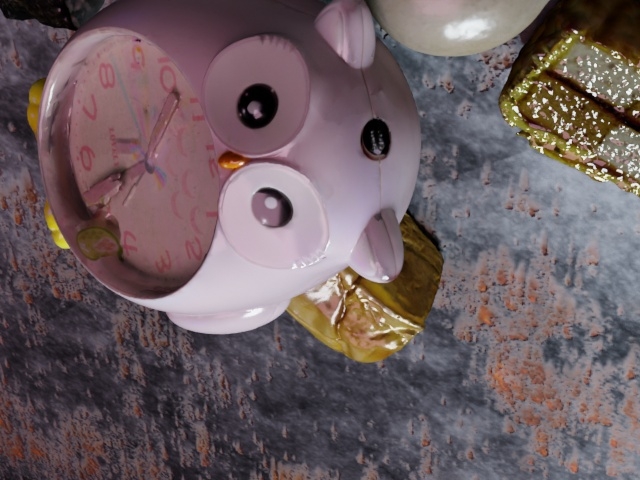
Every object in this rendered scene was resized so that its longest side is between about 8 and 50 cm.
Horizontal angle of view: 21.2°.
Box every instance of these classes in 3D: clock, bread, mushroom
[{"bbox_3d":[-0.066,-0.094,1.632,0.376,0.250,0.368,1,102,44],"label":"clock"},{"bbox_3d":[0.295,-0.137,1.628,0.222,0.096,0.181,28,143,-2],"label":"bread"},{"bbox_3d":[0.000,0.000,1.914,0.294,0.167,0.132,41,141,-16],"label":"bread"},{"bbox_3d":[0.131,-0.259,1.532,0.206,0.206,0.209,-2,156,34],"label":"mushroom"}]

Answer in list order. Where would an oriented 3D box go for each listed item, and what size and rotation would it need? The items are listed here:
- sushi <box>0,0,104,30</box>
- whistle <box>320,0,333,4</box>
[{"bbox_3d":[-0.299,-0.322,1.769,0.127,0.124,0.225,14,142,16],"label":"sushi"},{"bbox_3d":[-0.092,-0.316,1.677,0.274,0.093,0.186,35,169,-12],"label":"whistle"}]
